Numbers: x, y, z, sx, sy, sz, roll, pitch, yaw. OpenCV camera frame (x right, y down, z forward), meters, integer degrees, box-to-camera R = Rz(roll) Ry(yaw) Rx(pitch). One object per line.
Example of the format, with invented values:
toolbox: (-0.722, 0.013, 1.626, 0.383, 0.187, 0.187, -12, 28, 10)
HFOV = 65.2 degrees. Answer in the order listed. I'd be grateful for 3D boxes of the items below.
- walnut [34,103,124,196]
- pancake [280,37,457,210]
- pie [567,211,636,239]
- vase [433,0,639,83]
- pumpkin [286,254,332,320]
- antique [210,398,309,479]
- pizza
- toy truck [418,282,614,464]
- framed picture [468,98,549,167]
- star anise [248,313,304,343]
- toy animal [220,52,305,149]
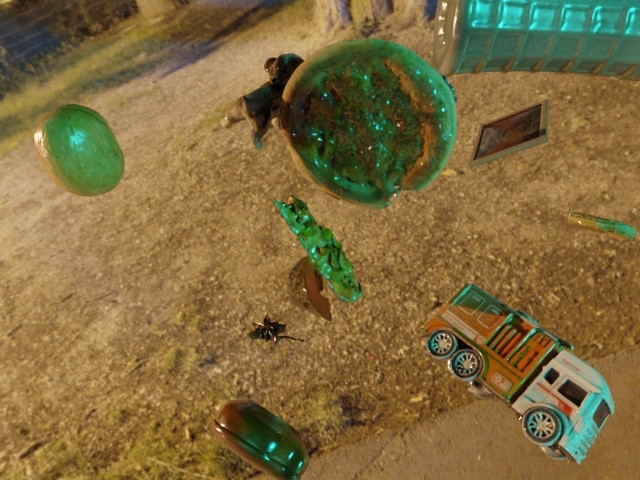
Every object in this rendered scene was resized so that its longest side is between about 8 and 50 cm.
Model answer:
walnut: (-0.504, -0.185, 1.050, 0.165, 0.197, 0.165, -2, 44, 2)
pancake: (0.105, -0.237, 1.073, 0.383, 0.381, 0.071, -10, 24, 18)
pie: (0.369, -0.020, 0.658, 0.084, 0.085, 0.019, 22, 98, 46)
vase: (0.273, -0.216, 0.505, 0.299, 0.143, 0.143, 4, 38, 1)
pumpkin: (-0.067, 0.160, 1.642, 0.163, 0.111, 0.278, -34, 43, 29)
antique: (-0.152, 0.508, 1.285, 0.278, 0.223, 0.129, 26, 67, 20)
pizza: (0.000, 0.000, 1.184, 0.074, 0.287, 0.251, -34, 8, 3)
toy truck: (0.417, 0.267, 1.064, 0.207, 0.173, 0.388, -49, 46, -2)
framed picture: (0.471, -0.268, 1.241, 0.184, 0.016, 0.250, -17, 25, 35)
star anise: (-0.144, 0.303, 1.631, 0.191, 0.070, 0.097, 7, 32, 27)
toy animal: (-0.121, -0.323, 1.141, 0.233, 0.121, 0.168, -53, 1, -33)
